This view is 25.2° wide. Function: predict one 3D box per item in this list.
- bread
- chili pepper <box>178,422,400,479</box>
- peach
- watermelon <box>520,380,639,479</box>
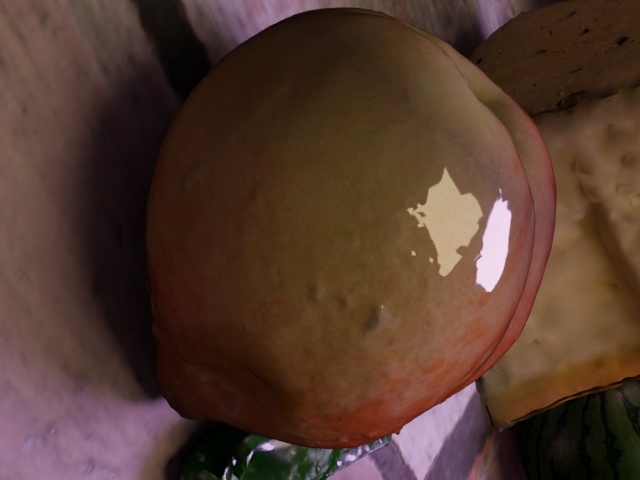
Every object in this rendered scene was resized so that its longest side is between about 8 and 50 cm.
[{"bbox_3d":[0.223,-0.012,0.844,0.279,0.315,0.248,-41,111,-20],"label":"bread"},{"bbox_3d":[0.007,0.090,0.798,0.216,0.062,0.108,-30,159,-46],"label":"chili pepper"},{"bbox_3d":[0.000,0.000,0.695,0.232,0.232,0.232,-13,106,-55],"label":"peach"},{"bbox_3d":[0.217,0.137,1.056,0.140,0.140,0.187,-35,121,-48],"label":"watermelon"}]
